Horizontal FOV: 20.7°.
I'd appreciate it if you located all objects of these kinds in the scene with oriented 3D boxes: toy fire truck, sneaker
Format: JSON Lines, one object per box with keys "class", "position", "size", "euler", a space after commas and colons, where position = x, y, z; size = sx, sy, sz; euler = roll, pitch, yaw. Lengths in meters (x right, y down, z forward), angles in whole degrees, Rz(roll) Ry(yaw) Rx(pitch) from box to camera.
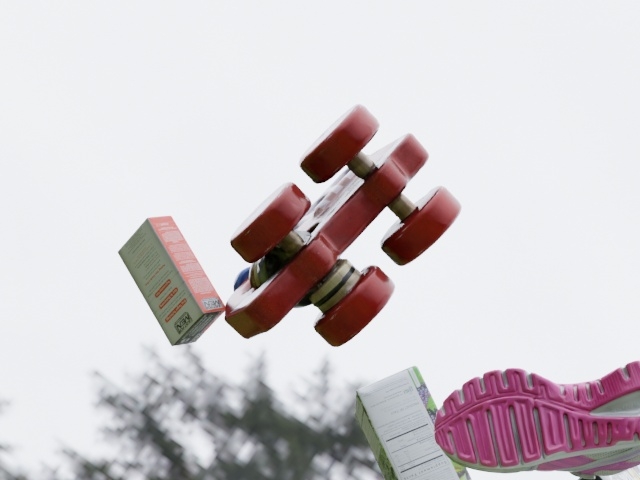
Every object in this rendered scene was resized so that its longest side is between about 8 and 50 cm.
{"class": "toy fire truck", "position": [0.000, 0.000, 1.988], "size": [0.169, 0.302, 0.254], "euler": [44, -22, -6]}
{"class": "sneaker", "position": [0.237, 0.185, 1.683], "size": [0.252, 0.103, 0.111], "euler": [-4, -29, 12]}

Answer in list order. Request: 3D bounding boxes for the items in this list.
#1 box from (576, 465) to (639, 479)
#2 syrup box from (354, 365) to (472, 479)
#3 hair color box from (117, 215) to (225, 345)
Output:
{"class": "box", "position": [0.409, 0.380, 2.100], "size": [0.257, 0.079, 0.322], "euler": [48, 12, 13]}
{"class": "syrup box", "position": [0.135, 0.302, 2.370], "size": [0.093, 0.096, 0.237], "euler": [91, -25, -65]}
{"class": "hair color box", "position": [-0.177, 0.047, 2.075], "size": [0.072, 0.043, 0.141], "euler": [-45, -114, 34]}
